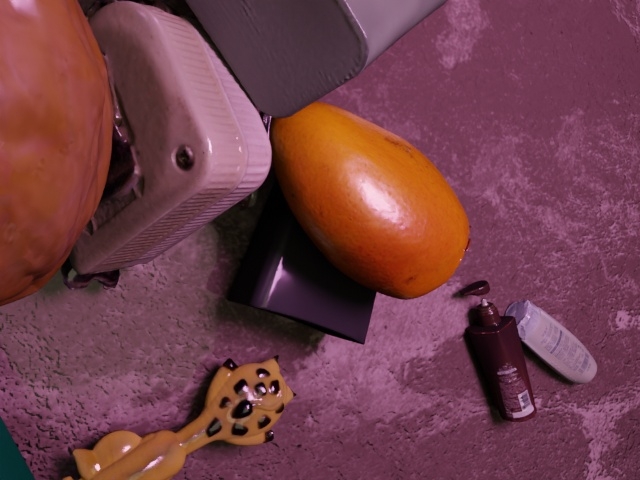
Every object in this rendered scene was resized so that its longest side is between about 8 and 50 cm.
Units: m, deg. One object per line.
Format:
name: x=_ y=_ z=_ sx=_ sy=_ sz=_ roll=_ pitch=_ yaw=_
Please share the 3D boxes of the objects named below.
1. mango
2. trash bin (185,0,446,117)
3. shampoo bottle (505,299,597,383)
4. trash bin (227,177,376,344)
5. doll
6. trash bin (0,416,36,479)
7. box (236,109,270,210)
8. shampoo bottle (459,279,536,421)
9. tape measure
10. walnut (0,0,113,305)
mango: x=0.047 y=-0.052 z=0.620 sx=0.257 sy=0.138 sz=0.187 roll=30 pitch=61 yaw=-27
trash bin: x=0.008 y=-0.299 z=0.600 sx=0.223 sy=0.158 sz=0.343 roll=56 pitch=34 yaw=-16
shampoo bottle: x=0.401 y=0.178 z=0.960 sx=0.212 sy=0.049 sz=0.072 roll=38 pitch=79 yaw=-23
trash bin: x=0.000 y=0.000 z=0.730 sx=0.165 sy=0.115 sz=0.226 roll=22 pitch=78 yaw=-24
doll: x=-0.158 y=0.237 z=0.666 sx=0.291 sy=0.086 sz=0.117 roll=-27 pitch=83 yaw=-27
trash bin: x=-0.367 y=0.246 z=0.467 sx=0.259 sy=0.295 sz=0.381 roll=-31 pitch=110 yaw=-21
box: x=-0.106 y=-0.102 z=0.687 sx=0.062 sy=0.089 sz=0.122 roll=9 pitch=87 yaw=-15
shampoo bottle: x=0.286 y=0.178 z=0.896 sx=0.068 sy=0.067 sz=0.236 roll=-26 pitch=102 yaw=-33
tape measure: x=-0.205 y=-0.103 z=0.565 sx=0.133 sy=0.271 sz=0.232 roll=-12 pitch=74 yaw=-55
walnut: x=-0.311 y=-0.118 z=0.340 sx=0.308 sy=0.354 sz=0.398 roll=-35 pitch=109 yaw=-8
